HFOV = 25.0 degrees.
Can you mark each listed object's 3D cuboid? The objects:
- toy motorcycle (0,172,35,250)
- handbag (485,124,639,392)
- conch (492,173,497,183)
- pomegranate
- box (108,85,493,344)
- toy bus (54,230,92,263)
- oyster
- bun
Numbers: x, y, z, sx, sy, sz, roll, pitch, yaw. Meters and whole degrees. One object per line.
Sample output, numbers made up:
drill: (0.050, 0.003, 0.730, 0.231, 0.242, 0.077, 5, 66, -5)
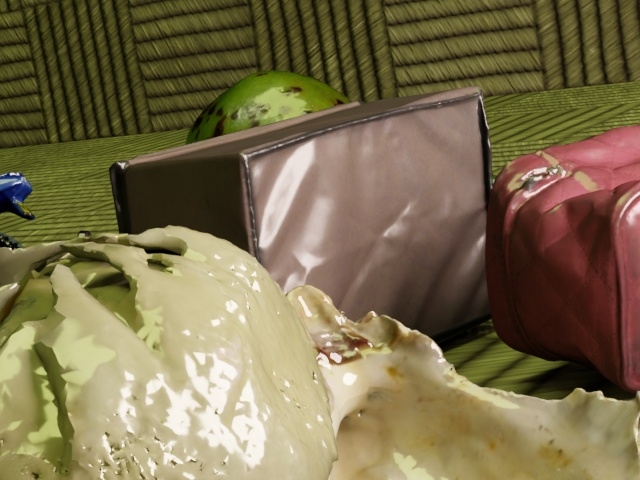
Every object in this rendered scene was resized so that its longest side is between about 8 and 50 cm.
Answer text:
toy motorcycle: (-0.386, 0.032, 1.217, 0.315, 0.169, 0.113, -17, -11, 6)
handbag: (0.219, 0.005, 0.929, 0.225, 0.146, 0.135, -15, 17, -31)
conch: (0.176, -0.023, 1.352, 0.170, 0.079, 0.106, 11, 22, 19)
pomegranate: (-0.043, -0.039, 1.350, 0.211, 0.211, 0.263, 3, 50, 50)
box: (0.000, 0.000, 1.047, 0.252, 0.188, 0.153, -15, 11, -40)
toy bus: (-0.195, 0.046, 1.242, 0.063, 0.090, 0.203, 2, 11, 8)
oyster: (0.045, 0.109, 0.699, 0.161, 0.107, 0.233, -10, 27, -31)
bun: (-0.125, 0.086, 0.618, 0.259, 0.152, 0.259, -24, 21, 10)
